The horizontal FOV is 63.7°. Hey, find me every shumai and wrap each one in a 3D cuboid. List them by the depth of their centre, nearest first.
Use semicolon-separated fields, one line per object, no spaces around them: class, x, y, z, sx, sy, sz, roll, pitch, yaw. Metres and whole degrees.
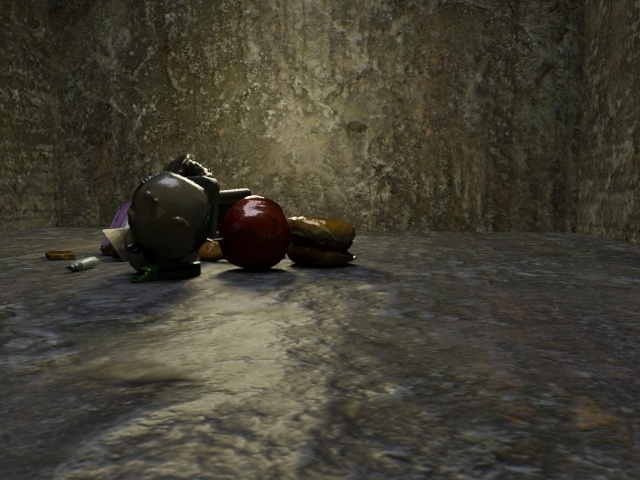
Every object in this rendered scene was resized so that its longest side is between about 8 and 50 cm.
shumai;-0.606;-0.229;2.283;0.203;0.272;0.222;43;13;-33

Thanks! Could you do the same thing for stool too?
stool;-0.469;-0.093;2.096;0.310;0.311;0.226;5;-1;33

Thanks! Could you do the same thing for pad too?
pad;-0.692;0.011;1.888;0.003;0.143;0.211;-38;-6;16

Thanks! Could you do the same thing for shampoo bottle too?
shampoo bottle;-0.734;0.074;1.582;0.048;0.034;0.141;6;6;0

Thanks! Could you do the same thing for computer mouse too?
computer mouse;-0.802;-0.058;2.102;0.158;0.072;0.310;-31;34;21

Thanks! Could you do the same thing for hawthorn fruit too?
hawthorn fruit;-0.233;-0.013;1.599;0.271;0.242;0.242;-13;11;-37

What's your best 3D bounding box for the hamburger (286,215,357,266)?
hamburger;0.000;0.000;1.727;0.244;0.163;0.244;0;2;0

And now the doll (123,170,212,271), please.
doll;-0.453;-0.034;1.482;0.247;0.247;0.349;-2;-21;-31

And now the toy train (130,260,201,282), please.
toy train;-0.424;0.082;1.414;0.044;0.042;0.209;3;5;37

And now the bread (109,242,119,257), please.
bread;-0.737;0.023;1.922;0.070;0.083;0.077;-9;0;2

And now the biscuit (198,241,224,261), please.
biscuit;-0.351;0.027;1.842;0.224;0.033;0.144;-8;26;24

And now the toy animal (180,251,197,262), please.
toy animal;-0.456;0.039;1.715;0.098;0.098;0.137;0;-12;-8

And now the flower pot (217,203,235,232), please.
flower pot;-0.482;-0.094;2.432;0.379;0.251;0.379;2;3;0

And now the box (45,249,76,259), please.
box;-0.963;0.054;1.909;0.089;0.022;0.156;-5;6;-35
